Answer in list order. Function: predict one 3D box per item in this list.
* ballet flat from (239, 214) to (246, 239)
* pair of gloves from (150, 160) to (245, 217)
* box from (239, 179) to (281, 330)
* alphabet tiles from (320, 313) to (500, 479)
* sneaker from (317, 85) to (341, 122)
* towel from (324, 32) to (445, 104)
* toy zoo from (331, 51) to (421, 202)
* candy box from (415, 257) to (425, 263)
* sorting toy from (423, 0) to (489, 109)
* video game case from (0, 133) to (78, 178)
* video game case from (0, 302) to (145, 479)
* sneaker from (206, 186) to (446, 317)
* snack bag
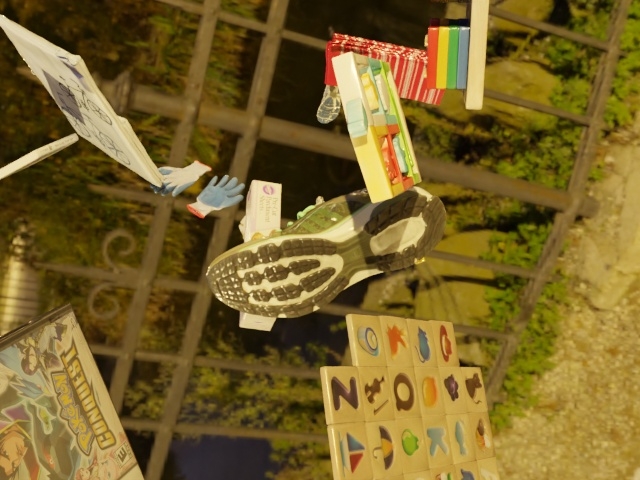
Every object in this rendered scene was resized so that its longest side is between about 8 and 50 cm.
[{"bbox_3d":[-0.187,-0.029,2.422,0.348,0.123,0.123,60,-142,-86],"label":"ballet flat"},{"bbox_3d":[-0.272,-0.121,1.779,0.198,0.159,0.023,30,131,20],"label":"pair of gloves"},{"bbox_3d":[-0.119,0.024,1.615,0.063,0.067,0.324,116,160,-51],"label":"box"},{"bbox_3d":[0.115,0.227,0.906,0.011,0.342,0.285,-18,72,34],"label":"alphabet tiles"},{"bbox_3d":[0.029,-0.360,2.033,0.058,0.052,0.135,-100,31,-63],"label":"sneaker"},{"bbox_3d":[0.144,-0.364,1.754,0.199,0.274,0.031,100,-179,-73],"label":"towel"},{"bbox_3d":[0.079,-0.156,1.110,0.293,0.030,0.192,-32,-74,-71],"label":"toy zoo"},{"bbox_3d":[0.163,-0.060,1.644,0.105,0.027,0.206,-103,-9,-75],"label":"candy box"},{"bbox_3d":[0.211,-0.350,1.265,0.255,0.089,0.257,-63,-26,-72],"label":"sorting toy"},{"bbox_3d":[-0.581,-0.162,1.615,0.157,0.019,0.143,-22,13,23],"label":"video game case"},{"bbox_3d":[-0.324,0.239,0.959,0.275,0.035,0.248,70,-160,-8],"label":"video game case"},{"bbox_3d":[0.000,0.000,1.381,0.182,0.410,0.158,-124,19,-58],"label":"sneaker"},{"bbox_3d":[-0.467,-0.277,1.575,0.037,0.343,0.323,-45,51,-16],"label":"snack bag"}]
